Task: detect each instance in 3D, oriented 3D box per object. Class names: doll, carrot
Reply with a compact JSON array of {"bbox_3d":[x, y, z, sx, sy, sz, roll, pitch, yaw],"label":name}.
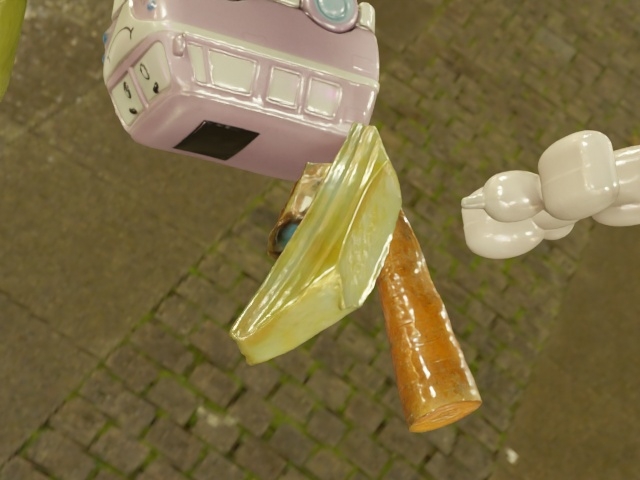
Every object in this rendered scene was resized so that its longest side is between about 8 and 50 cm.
[{"bbox_3d":[0.169,-0.028,0.947,0.161,0.160,0.059,4,74,-51],"label":"doll"},{"bbox_3d":[0.068,0.043,1.035,0.061,0.061,0.209,3,61,-38],"label":"carrot"}]

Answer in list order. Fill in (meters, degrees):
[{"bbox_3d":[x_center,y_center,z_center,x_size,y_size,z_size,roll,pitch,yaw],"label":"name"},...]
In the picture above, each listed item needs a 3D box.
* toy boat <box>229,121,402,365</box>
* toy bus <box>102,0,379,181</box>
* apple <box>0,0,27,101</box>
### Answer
[{"bbox_3d":[0.000,0.000,0.777,0.066,0.065,0.172,7,52,29],"label":"toy boat"},{"bbox_3d":[-0.066,-0.140,1.053,0.203,0.142,0.142,13,71,-25],"label":"toy bus"},{"bbox_3d":[-0.300,-0.173,0.714,0.295,0.233,0.258,43,43,21],"label":"apple"}]
